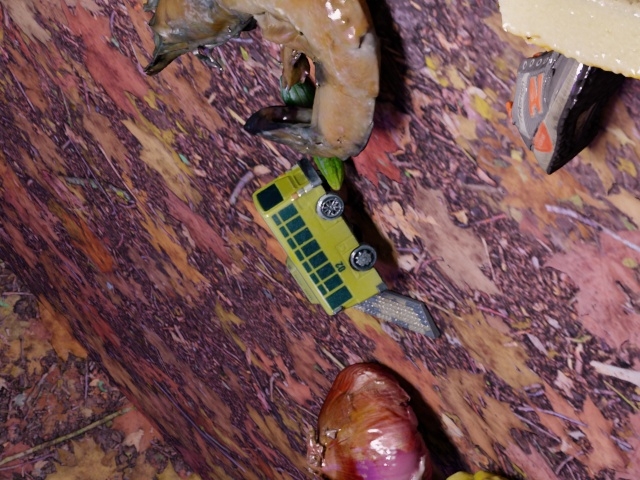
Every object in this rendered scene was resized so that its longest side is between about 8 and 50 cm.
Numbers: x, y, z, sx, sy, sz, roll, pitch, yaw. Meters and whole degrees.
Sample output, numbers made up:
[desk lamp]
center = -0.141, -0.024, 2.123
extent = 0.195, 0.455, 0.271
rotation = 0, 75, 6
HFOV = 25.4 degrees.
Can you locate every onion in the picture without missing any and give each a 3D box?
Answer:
[onion]
center = 0.058, 0.291, 1.964
extent = 0.230, 0.163, 0.230
rotation = 52, 154, 38

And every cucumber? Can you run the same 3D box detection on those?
[cucumber]
center = -0.010, -0.132, 1.589
extent = 0.039, 0.039, 0.168
rotation = 16, 139, 56

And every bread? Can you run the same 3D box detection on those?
[bread]
center = 0.221, -0.165, 0.936
extent = 0.188, 0.125, 0.068
rotation = 28, 149, 44

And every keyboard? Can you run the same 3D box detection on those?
[keyboard]
center = 0.085, 0.083, 1.804
extent = 0.176, 0.014, 0.055
rotation = 18, 140, 54

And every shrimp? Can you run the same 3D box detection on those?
[shrimp]
center = -0.073, -0.202, 1.507
extent = 0.445, 0.085, 0.272
rotation = -4, 116, 57

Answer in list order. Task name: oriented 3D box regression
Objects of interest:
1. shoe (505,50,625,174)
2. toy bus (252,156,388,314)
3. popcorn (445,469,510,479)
[shoe]
center = 0.192, -0.128, 1.144
extent = 0.077, 0.074, 0.194
rotation = 49, 162, 18
[toy bus]
center = 0.000, 0.000, 1.682
extent = 0.175, 0.101, 0.088
rotation = 58, 180, -27
[popcorn]
center = 0.224, 0.416, 1.858
extent = 0.235, 0.181, 0.217
rotation = 43, 162, 31
